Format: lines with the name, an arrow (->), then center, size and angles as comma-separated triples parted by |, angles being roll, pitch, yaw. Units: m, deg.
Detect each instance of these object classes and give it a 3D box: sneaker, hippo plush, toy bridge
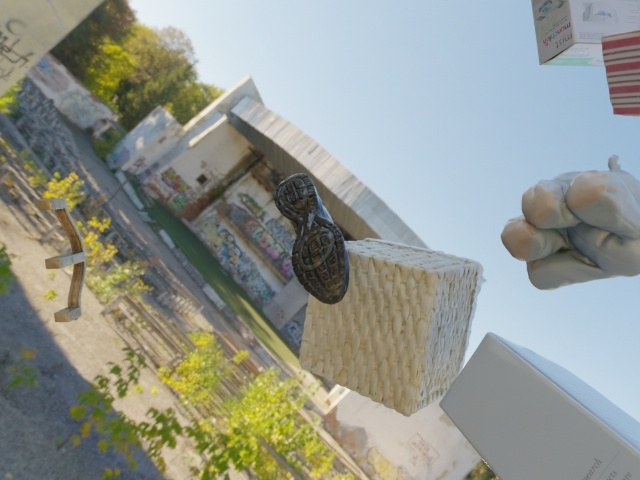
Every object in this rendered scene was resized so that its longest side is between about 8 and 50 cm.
sneaker -> 0.000, 0.000, 0.856 | 0.130, 0.109, 0.286 | 50, 20, -54
hippo plush -> 0.481, -0.063, 0.762 | 0.294, 0.237, 0.234 | -4, -52, 36
toy bridge -> -0.382, 0.030, 0.661 | 0.063, 0.026, 0.188 | -59, 146, -79

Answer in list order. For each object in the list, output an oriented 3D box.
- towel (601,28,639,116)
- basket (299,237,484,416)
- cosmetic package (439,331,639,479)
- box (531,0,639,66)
towel -> 0.693, -0.360, 0.947 | 0.197, 0.029, 0.144 | 61, -15, -26
basket -> 0.162, 0.174, 1.033 | 0.328, 0.332, 0.266 | 14, 6, 35
cosmetic package -> 0.391, 0.330, 0.571 | 0.230, 0.162, 0.453 | 27, 10, -25
box -> 0.705, -0.587, 1.141 | 0.127, 0.261, 0.231 | 166, -82, -74
